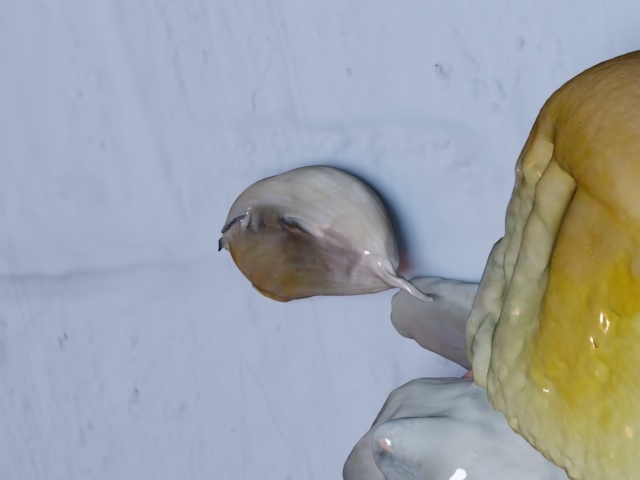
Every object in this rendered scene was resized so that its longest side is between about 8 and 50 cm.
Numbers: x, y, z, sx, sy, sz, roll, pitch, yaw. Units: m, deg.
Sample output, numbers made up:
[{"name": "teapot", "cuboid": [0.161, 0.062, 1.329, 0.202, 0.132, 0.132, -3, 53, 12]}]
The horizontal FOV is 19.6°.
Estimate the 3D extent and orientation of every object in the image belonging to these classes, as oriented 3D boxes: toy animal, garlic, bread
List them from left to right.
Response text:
[{"name": "garlic", "cuboid": [0.003, -0.006, 1.079, 0.152, 0.066, 0.084, -8, 125, 48]}, {"name": "toy animal", "cuboid": [0.143, 0.191, 0.998, 0.266, 0.188, 0.308, 2, 104, 22]}, {"name": "bread", "cuboid": [0.164, 0.002, 0.861, 0.162, 0.262, 0.204, 16, 114, -2]}]
